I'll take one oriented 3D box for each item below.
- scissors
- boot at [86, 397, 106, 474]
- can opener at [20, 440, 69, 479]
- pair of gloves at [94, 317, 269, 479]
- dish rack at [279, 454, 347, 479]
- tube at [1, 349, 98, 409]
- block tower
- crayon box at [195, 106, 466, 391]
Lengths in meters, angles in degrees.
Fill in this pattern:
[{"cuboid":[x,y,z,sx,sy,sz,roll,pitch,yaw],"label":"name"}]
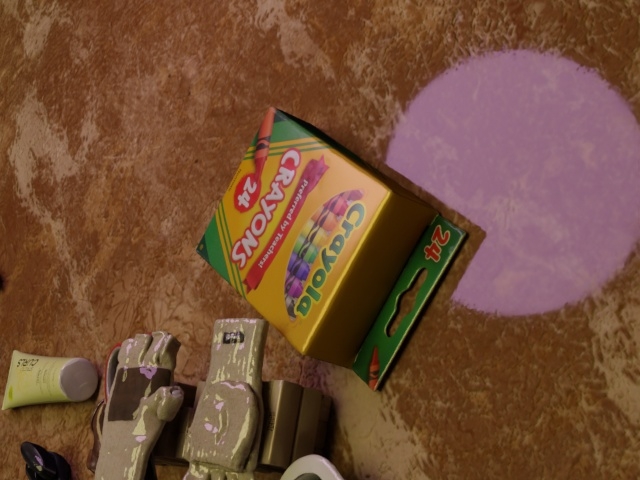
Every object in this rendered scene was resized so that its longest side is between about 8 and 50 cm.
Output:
[{"cuboid":[-0.207,0.241,1.359,0.109,0.021,0.297,-32,53,33],"label":"scissors"},{"cuboid":[-0.261,0.268,1.532,0.114,0.037,0.107,17,100,54],"label":"boot"},{"cuboid":[-0.350,0.345,1.588,0.059,0.073,0.186,-52,51,8],"label":"can opener"},{"cuboid":[-0.150,0.191,1.285,0.240,0.042,0.204,-12,63,36],"label":"pair of gloves"},{"cuboid":[-0.009,0.412,1.156,0.333,0.072,0.285,-58,41,13],"label":"dish rack"},{"cuboid":[-0.404,0.203,1.713,0.070,0.062,0.240,-41,20,-33],"label":"tube"},{"cuboid":[-0.127,0.214,1.361,0.335,0.091,0.097,-6,69,48],"label":"block tower"},{"cuboid":[0.000,0.000,1.317,0.318,0.081,0.202,38,103,49],"label":"crayon box"}]
